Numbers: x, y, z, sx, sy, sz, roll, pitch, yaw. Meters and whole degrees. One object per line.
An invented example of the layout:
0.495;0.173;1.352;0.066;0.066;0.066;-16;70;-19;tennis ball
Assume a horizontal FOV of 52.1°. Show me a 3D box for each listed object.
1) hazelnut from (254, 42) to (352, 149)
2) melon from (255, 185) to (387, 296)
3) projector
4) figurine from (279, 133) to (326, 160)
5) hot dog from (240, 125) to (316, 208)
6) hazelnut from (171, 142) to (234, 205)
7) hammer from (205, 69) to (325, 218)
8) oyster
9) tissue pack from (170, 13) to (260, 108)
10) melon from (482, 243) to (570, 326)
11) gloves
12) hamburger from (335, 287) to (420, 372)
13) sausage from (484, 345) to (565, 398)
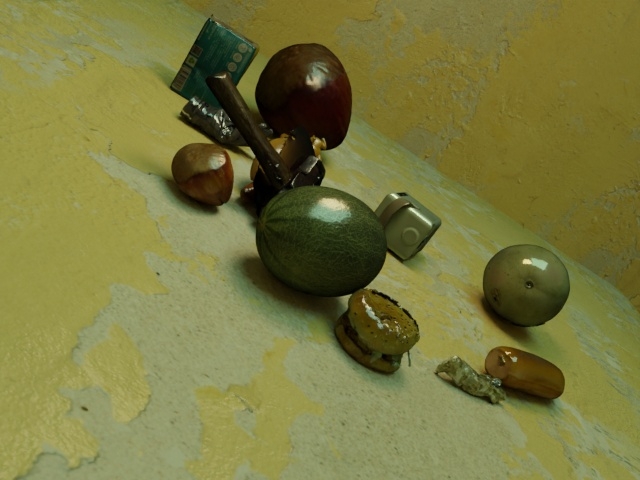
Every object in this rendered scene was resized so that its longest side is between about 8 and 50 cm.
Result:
-0.053;-0.519;2.425;0.420;0.353;0.421;56;-12;19;hazelnut
0.000;0.000;1.409;0.302;0.237;0.237;17;26;-38;melon
0.264;-0.049;2.077;0.177;0.163;0.242;38;15;13;projector
-0.071;-0.306;2.271;0.176;0.121;0.122;11;55;-21;figurine
-0.134;-0.183;1.759;0.326;0.107;0.193;-42;117;-53;hot dog
-0.269;-0.148;1.518;0.150;0.150;0.150;30;20;-12;hazelnut
-0.149;-0.232;1.595;0.408;0.095;0.242;56;40;-24;hammer
0.362;0.320;1.509;0.200;0.061;0.106;14;29;-45;oyster
-0.348;-0.579;2.177;0.192;0.270;0.134;32;16;-12;tissue pack
0.657;0.144;2.102;0.269;0.268;0.330;39;3;12;melon
-0.280;-0.351;1.983;0.286;0.119;0.142;19;32;-3;gloves
0.128;0.187;1.366;0.185;0.113;0.177;42;19;22;hamburger
0.551;0.349;1.692;0.328;0.112;0.112;23;22;-36;sausage
